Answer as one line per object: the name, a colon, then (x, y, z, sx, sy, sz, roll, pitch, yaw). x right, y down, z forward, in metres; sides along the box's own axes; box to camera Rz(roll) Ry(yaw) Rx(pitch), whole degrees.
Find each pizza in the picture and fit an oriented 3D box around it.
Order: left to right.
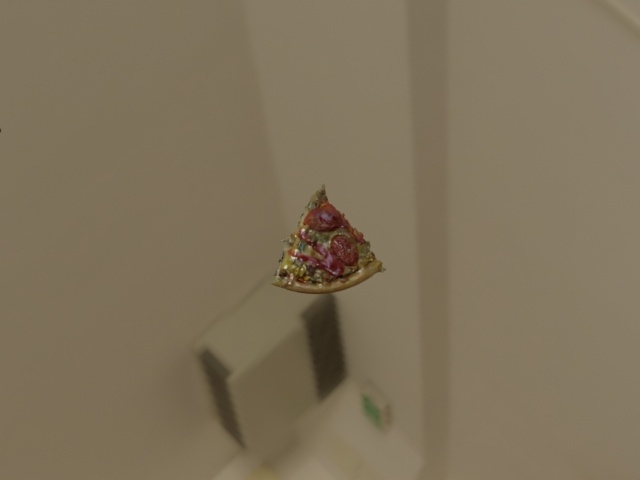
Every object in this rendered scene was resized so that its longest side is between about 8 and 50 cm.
pizza: (-0.002, 0.015, 1.569, 0.099, 0.100, 0.029, -39, 5, -15)
